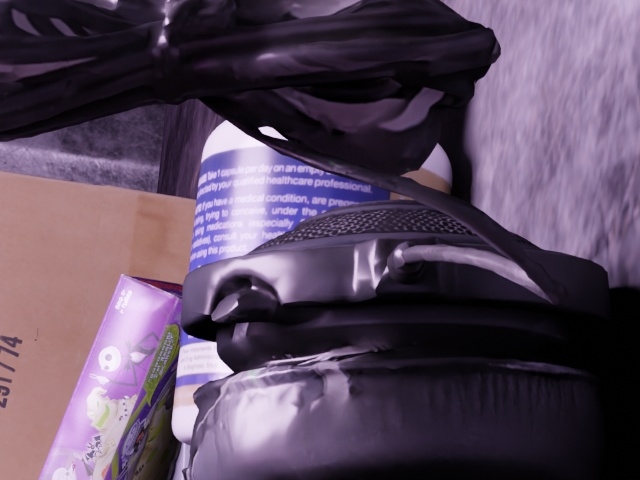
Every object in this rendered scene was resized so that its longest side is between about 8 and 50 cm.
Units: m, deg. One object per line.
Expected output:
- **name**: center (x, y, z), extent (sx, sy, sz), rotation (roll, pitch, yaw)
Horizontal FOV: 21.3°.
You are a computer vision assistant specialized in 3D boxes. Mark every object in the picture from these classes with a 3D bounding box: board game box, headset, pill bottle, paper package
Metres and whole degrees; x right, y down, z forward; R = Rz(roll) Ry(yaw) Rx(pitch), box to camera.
- **board game box**: center (-0.136, 0.194, 1.106), extent (0.347, 0.056, 0.208), rotation (-67, -13, 1)
- **headset**: center (-0.004, 0.083, 0.469), extent (0.394, 0.185, 0.243), rotation (91, 179, -49)
- **pill bottle**: center (0.000, 0.000, 0.738), extent (0.112, 0.112, 0.186), rotation (135, 141, -75)
- **paper package**: center (-0.216, 0.127, 1.341), extent (0.168, 0.309, 0.325), rotation (118, 158, -56)

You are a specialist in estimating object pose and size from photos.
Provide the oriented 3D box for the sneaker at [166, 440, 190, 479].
- **sneaker**: center (-0.053, 0.162, 1.072), extent (0.091, 0.094, 0.258), rotation (-58, -14, -65)
